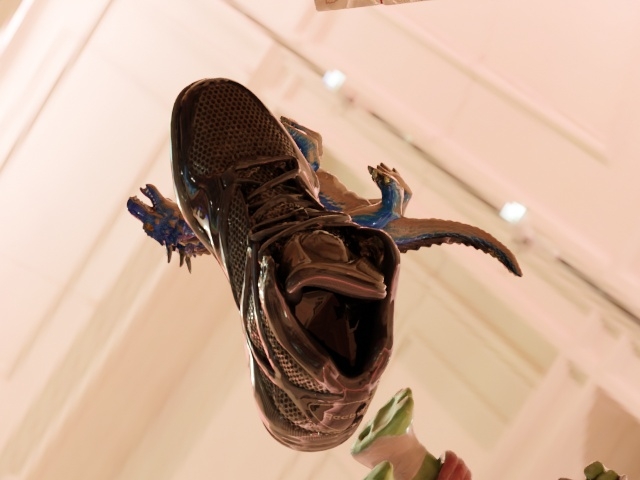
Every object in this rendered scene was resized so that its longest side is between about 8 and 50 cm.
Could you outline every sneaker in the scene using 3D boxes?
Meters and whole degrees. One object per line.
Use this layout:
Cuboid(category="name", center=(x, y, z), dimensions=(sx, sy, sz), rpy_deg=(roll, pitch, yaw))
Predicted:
Cuboid(category="sneaker", center=(-0.016, -0.008, 0.948), dimensions=(0.130, 0.087, 0.227), rpy_deg=(124, -47, -59))

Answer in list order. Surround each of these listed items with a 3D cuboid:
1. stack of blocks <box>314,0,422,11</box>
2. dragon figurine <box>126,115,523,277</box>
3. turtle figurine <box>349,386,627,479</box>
Cuboid(category="stack of blocks", center=(0.045, -0.269, 1.147), dimensions=(0.087, 0.171, 0.297), rpy_deg=(-5, -143, 10))
Cuboid(category="dragon figurine", center=(0.000, 0.000, 1.312), dimensions=(0.144, 0.289, 0.085), rpy_deg=(-64, -177, 9))
Cuboid(category="turtle figurine", center=(0.156, 0.216, 1.225), dimensions=(0.198, 0.266, 0.274), rpy_deg=(-57, -167, -22))
